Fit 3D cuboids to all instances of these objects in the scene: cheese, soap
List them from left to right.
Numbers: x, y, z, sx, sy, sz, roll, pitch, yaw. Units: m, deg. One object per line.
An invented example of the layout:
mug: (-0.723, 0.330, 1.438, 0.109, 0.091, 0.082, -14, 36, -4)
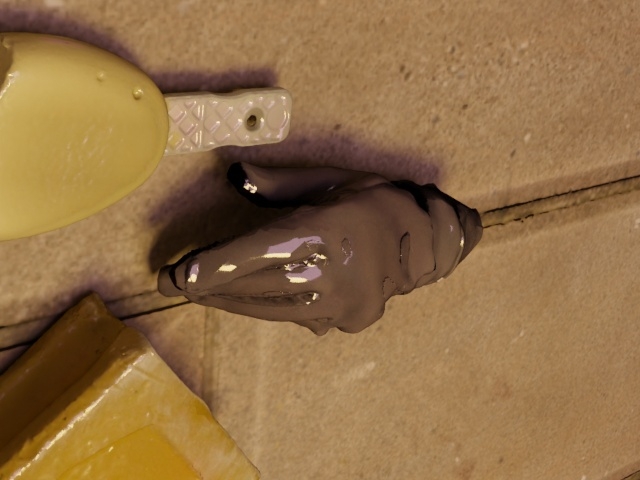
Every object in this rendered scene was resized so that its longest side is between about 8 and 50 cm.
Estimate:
soap: (-0.208, 0.210, 0.707, 0.315, 0.091, 0.199, -43, 132, -15)
cheese: (-0.123, -0.075, 0.655, 0.255, 0.050, 0.127, -13, 118, -37)

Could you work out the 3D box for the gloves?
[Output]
gloves: (0.010, -0.001, 0.771, 0.286, 0.119, 0.142, -13, 98, -33)
